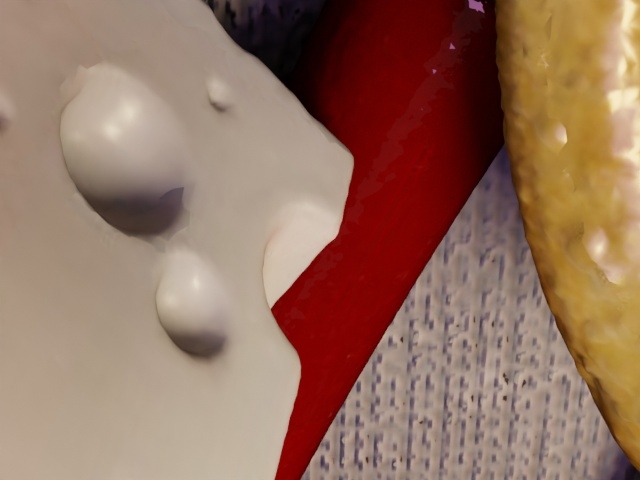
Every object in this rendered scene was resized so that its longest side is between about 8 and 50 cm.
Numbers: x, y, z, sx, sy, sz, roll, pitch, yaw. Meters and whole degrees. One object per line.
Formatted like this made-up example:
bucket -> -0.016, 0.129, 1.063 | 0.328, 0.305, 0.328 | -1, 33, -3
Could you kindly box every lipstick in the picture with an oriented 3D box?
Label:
lipstick -> 0.000, 0.000, 0.558 | 0.080, 0.080, 0.241 | 20, 119, -17

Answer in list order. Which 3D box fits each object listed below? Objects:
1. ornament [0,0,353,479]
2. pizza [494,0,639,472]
ornament -> -0.170, 0.027, 0.428 | 0.239, 0.240, 0.240 | -25, 124, 34
pizza -> 0.178, -0.096, 0.463 | 0.278, 0.114, 0.409 | 9, 108, -19
